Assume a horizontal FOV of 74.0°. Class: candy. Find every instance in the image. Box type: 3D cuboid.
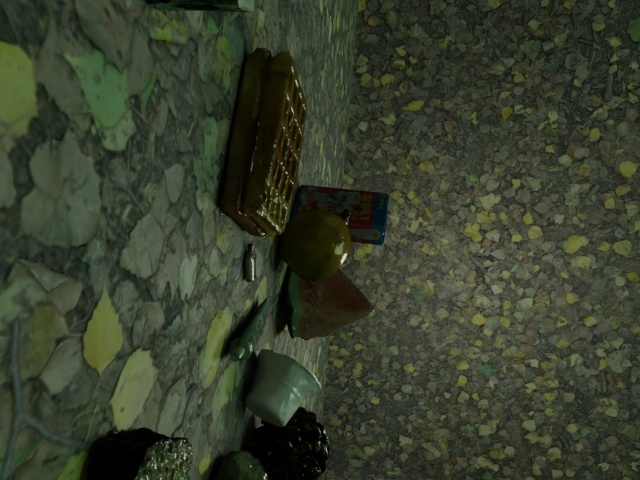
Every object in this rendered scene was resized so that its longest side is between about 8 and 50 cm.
[{"bbox_3d":[0.066,-0.086,1.402,0.100,0.306,0.157,88,11,-49],"label":"candy"}]

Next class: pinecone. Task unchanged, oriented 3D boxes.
[{"bbox_3d":[-0.086,0.540,1.101,0.221,0.221,0.221,6,90,-83],"label":"pinecone"}]

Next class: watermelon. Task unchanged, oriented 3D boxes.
[{"bbox_3d":[-0.004,0.171,1.389,0.250,0.292,0.283,63,18,-14],"label":"watermelon"}]

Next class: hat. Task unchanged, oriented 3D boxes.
[{"bbox_3d":[-0.107,0.377,1.054,0.126,0.203,0.203,-57,157,-36],"label":"hat"}]

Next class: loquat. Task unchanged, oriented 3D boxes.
[{"bbox_3d":[0.000,0.000,1.243,0.246,0.213,0.213,-43,164,-8],"label":"loquat"}]

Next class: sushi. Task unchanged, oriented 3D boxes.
[{"bbox_3d":[-0.204,0.272,0.501,0.150,0.078,0.090,83,15,-64],"label":"sushi"}]

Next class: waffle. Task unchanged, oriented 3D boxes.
[{"bbox_3d":[-0.105,-0.180,0.852,0.224,0.098,0.327,61,35,-74],"label":"waffle"}]

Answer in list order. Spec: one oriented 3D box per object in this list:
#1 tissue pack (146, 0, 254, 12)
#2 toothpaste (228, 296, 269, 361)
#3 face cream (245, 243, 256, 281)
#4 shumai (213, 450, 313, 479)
[{"bbox_3d":[-0.135,-0.297,0.458,0.079,0.111,0.085,-63,158,-67],"label":"tissue pack"},{"bbox_3d":[-0.153,0.203,0.957,0.268,0.047,0.069,-60,136,-78],"label":"toothpaste"},{"bbox_3d":[-0.153,0.048,0.931,0.040,0.021,0.083,-67,161,-68],"label":"face cream"},{"bbox_3d":[-0.099,0.615,0.867,0.309,0.263,0.304,87,9,-48],"label":"shumai"}]
